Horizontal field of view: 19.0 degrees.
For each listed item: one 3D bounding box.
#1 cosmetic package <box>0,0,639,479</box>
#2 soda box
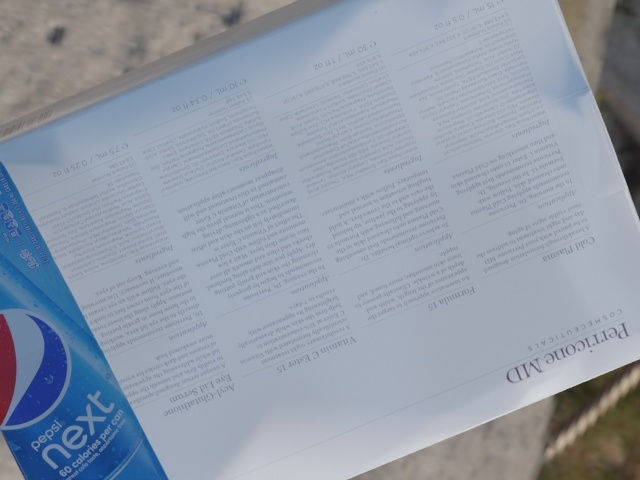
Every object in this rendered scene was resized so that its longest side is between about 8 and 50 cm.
[{"bbox_3d":[0.000,0.000,1.203,0.377,0.097,0.284,-22,103,1],"label":"cosmetic package"},{"bbox_3d":[-0.151,0.068,1.026,0.067,0.071,0.210,-27,76,-11],"label":"soda box"}]
